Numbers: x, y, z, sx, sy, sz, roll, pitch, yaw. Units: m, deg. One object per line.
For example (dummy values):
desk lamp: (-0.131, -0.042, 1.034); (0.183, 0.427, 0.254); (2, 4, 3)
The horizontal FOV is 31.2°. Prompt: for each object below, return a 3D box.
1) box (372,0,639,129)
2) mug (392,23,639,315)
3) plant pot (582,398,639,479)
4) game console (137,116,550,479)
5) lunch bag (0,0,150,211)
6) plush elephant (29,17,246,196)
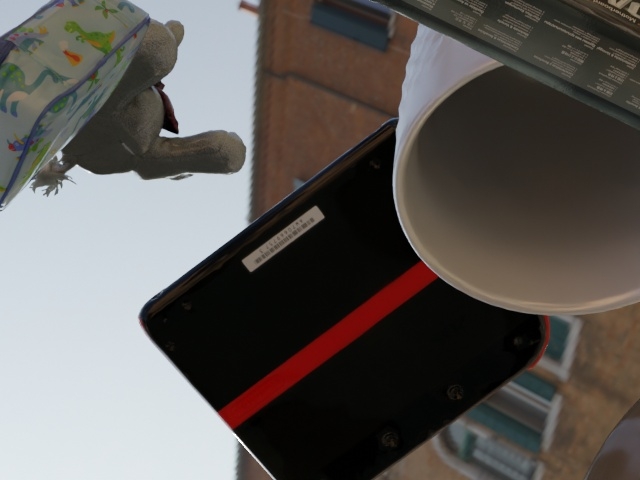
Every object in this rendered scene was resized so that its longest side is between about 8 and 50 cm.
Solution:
box: (0.140, -0.151, 0.621); (0.051, 0.220, 0.175); (123, 167, -44)
mug: (0.215, -0.178, 1.004); (0.328, 0.276, 0.374); (-79, -6, -48)
plant pot: (0.325, 0.208, 0.554); (0.323, 0.323, 0.280); (-54, 15, -16)
game console: (0.039, 0.098, 1.316); (0.386, 0.342, 0.060); (-37, 14, 4)
lunch bag: (-0.260, -0.137, 1.071); (0.176, 0.090, 0.219); (-51, 5, 42)
plush elephant: (-0.283, -0.218, 1.650); (0.272, 0.330, 0.255); (49, -151, -40)
